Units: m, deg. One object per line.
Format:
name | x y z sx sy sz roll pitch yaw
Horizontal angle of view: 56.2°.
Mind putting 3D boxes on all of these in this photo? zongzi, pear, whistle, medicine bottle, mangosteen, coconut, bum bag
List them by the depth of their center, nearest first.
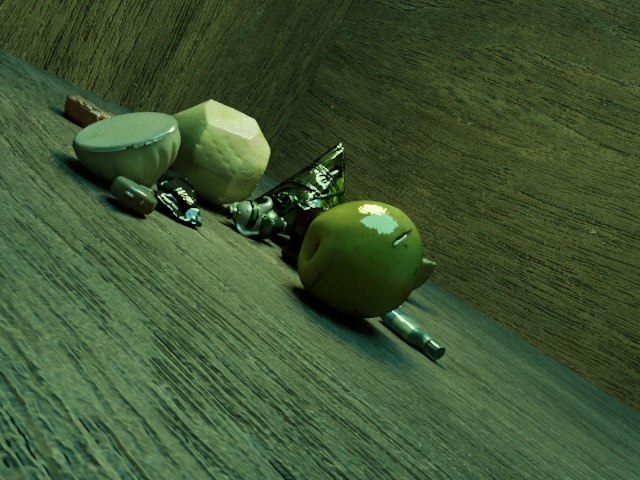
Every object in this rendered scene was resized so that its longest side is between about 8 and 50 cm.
whistle | -0.422 -0.101 1.378 0.107 0.057 0.220 35 2 -8
pear | 0.093 0.043 1.483 0.309 0.309 0.309 29 7 -4
bum bag | -0.384 -0.124 1.603 0.137 0.074 0.310 40 7 -27
medicine bottle | 0.248 0.245 1.612 0.090 0.054 0.208 23 10 -45
mangosteen | 0.000 0.000 1.767 0.210 0.210 0.210 29 7 -4
coconut | -0.356 -0.286 1.958 0.352 0.352 0.352 29 7 -4
zongzi | -0.022 -0.092 2.096 0.319 0.383 0.362 25 -33 37

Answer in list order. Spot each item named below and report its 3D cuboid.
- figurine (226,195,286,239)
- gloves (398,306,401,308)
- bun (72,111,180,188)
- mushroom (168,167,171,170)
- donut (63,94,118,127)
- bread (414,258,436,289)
figurine | -0.198 -0.069 1.824 0.192 0.126 0.147 12 34 -29
gloves | 0.233 0.203 1.933 0.044 0.037 0.081 -9 36 -12
bun | -0.472 -0.204 1.507 0.263 0.175 0.263 -4 31 2
mushroom | -0.509 -0.322 2.231 0.278 0.163 0.297 41 11 20
donut | -0.798 -0.434 2.133 0.233 0.085 0.199 26 7 -29
bread | 0.315 0.121 2.325 0.158 0.260 0.156 10 61 -42
